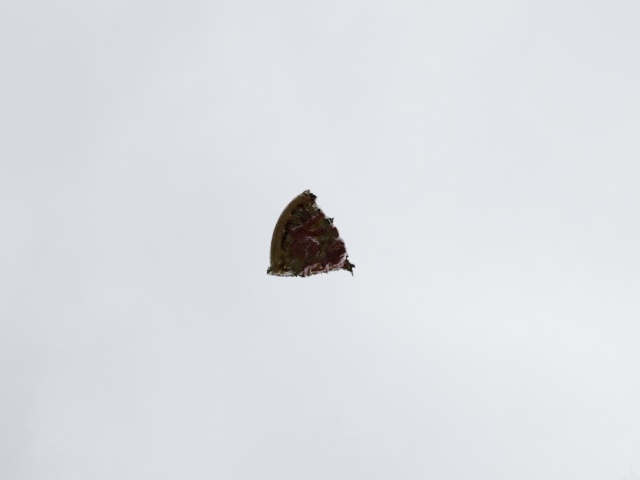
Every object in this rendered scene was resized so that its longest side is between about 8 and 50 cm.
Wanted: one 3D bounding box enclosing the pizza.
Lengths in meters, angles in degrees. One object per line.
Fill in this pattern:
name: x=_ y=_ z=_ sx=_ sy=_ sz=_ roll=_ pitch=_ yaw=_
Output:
pizza: x=-0.010 y=-0.011 z=0.441 sx=0.100 sy=0.029 sz=0.099 roll=3 pitch=-109 yaw=-29
